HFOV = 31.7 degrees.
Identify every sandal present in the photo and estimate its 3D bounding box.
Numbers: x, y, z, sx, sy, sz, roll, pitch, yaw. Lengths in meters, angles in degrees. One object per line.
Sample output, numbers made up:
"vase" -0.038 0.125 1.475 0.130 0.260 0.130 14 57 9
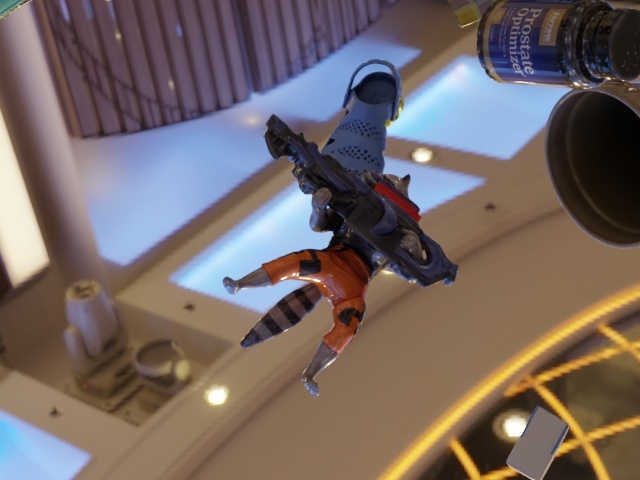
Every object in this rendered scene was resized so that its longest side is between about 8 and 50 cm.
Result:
"sandal" 0.072 -0.200 1.993 0.126 0.138 0.317 12 -122 5

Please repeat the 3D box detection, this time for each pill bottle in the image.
"pill bottle" 0.328 -0.267 1.524 0.122 0.123 0.219 -32 -152 -31

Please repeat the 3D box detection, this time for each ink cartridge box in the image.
"ink cartridge box" 0.296 0.279 1.536 0.052 0.122 0.089 28 -96 15

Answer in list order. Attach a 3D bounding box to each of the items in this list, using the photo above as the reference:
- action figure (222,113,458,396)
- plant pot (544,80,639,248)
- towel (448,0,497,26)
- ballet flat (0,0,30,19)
"action figure" 0.000 0.000 1.587 0.330 0.341 0.178 -43 179 -27
"plant pot" 0.647 -0.179 2.190 0.280 0.323 0.323 -21 -147 -27
"towel" 0.234 -0.360 1.685 0.083 0.060 0.009 -22 170 14
"ballet flat" -0.462 -0.501 1.906 0.482 0.164 0.182 -24 -131 -4
